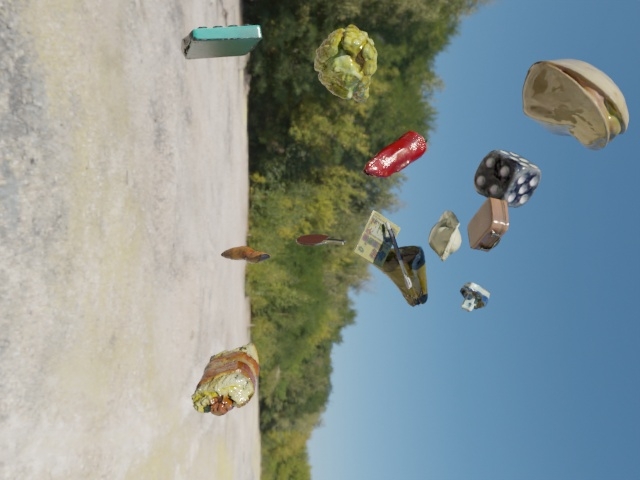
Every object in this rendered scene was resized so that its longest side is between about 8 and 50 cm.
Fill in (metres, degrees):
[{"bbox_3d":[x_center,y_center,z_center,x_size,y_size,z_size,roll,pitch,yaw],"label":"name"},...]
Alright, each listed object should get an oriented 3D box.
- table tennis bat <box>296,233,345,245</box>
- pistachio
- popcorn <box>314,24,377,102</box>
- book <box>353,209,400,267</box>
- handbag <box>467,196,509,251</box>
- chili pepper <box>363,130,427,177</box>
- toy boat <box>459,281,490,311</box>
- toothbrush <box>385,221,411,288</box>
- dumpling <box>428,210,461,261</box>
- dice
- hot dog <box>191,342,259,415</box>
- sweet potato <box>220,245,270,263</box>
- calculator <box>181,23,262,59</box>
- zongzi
[{"bbox_3d":[0.000,0.000,1.529,0.095,0.158,0.014,-32,122,-58],"label":"table tennis bat"},{"bbox_3d":[0.985,-0.536,1.959,0.445,0.281,0.365,51,6,28],"label":"pistachio"},{"bbox_3d":[0.112,-0.769,2.197,0.335,0.279,0.274,120,-25,-58],"label":"popcorn"},{"bbox_3d":[0.233,-0.005,2.050,0.013,0.168,0.192,14,-105,57],"label":"book"},{"bbox_3d":[0.609,-0.051,1.815,0.193,0.072,0.151,112,-12,-52],"label":"handbag"},{"bbox_3d":[0.282,-0.310,1.795,0.110,0.388,0.110,33,-39,31],"label":"chili pepper"},{"bbox_3d":[0.644,0.249,2.110,0.262,0.114,0.115,27,88,-60],"label":"toy boat"},{"bbox_3d":[0.320,0.059,2.040,0.026,0.024,0.287,-22,92,-57],"label":"toothbrush"},{"bbox_3d":[0.536,-0.036,2.121,0.252,0.132,0.179,-76,178,-52],"label":"dumpling"},{"bbox_3d":[0.730,-0.243,1.961,0.182,0.182,0.183,48,-55,44],"label":"dice"},{"bbox_3d":[-0.203,0.313,1.111,0.213,0.146,0.102,-67,138,-73],"label":"hot dog"},{"bbox_3d":[-0.269,0.048,1.766,0.055,0.202,0.058,-5,98,-59],"label":"sweet potato"},{"bbox_3d":[-0.340,-0.677,1.698,0.274,0.249,0.058,-158,-122,-70],"label":"calculator"},{"bbox_3d":[0.323,0.165,2.231,0.145,0.300,0.273,-81,166,-83],"label":"zongzi"}]
